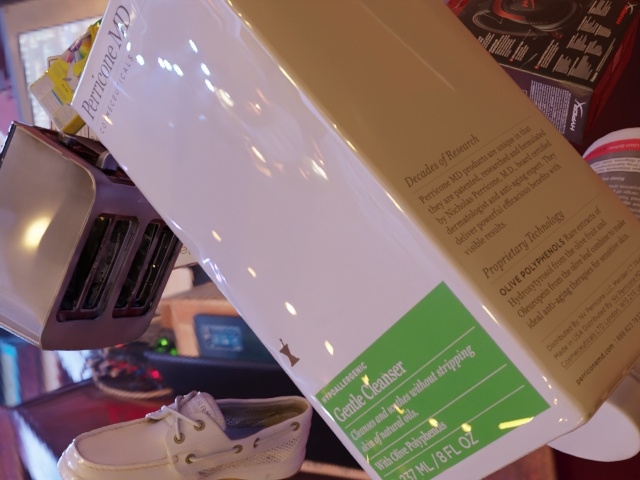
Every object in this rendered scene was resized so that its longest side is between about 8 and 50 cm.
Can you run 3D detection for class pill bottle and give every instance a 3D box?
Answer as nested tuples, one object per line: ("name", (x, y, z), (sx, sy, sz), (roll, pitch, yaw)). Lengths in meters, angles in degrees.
("pill bottle", (0.302, 0.052, 0.954), (0.176, 0.318, 0.176), (22, 148, 15))

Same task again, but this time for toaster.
("toaster", (-0.210, 0.004, 0.806), (0.110, 0.168, 0.186), (26, 97, 21))

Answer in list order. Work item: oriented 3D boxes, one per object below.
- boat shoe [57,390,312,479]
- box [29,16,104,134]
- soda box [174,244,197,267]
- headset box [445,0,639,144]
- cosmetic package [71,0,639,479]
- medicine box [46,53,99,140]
("boat shoe", (-0.131, 0.198, 0.980), (0.098, 0.277, 0.096), (43, 124, 45))
("box", (-0.380, -0.268, 1.542), (0.179, 0.043, 0.105), (-41, 75, 15))
("soda box", (-0.263, 0.014, 1.741), (0.216, 0.069, 0.074), (-14, 86, 13))
("headset box", (0.294, -0.289, 1.408), (0.293, 0.218, 0.110), (21, 145, 21))
("cosmetic package", (0.025, -0.034, 0.606), (0.365, 0.155, 0.197), (49, 140, 9))
("medicine box", (-0.395, -0.249, 1.922), (0.149, 0.289, 0.264), (83, 177, -62))
